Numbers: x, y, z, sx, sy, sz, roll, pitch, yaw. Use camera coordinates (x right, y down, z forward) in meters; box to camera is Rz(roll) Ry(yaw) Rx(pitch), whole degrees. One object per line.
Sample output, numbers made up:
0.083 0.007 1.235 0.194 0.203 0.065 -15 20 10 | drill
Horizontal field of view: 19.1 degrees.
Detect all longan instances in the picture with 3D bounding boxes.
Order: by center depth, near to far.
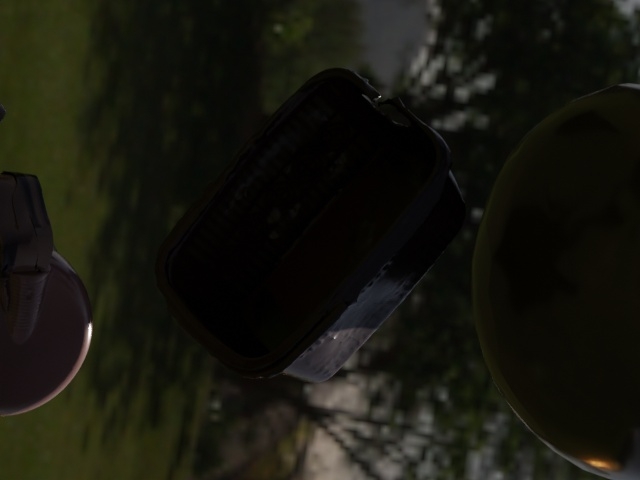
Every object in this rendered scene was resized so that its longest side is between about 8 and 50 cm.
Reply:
0.321 0.048 1.913 0.404 0.336 0.404 30 55 -56 | longan

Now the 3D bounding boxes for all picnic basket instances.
0.000 0.000 1.824 0.297 0.222 0.129 -49 143 1 | picnic basket

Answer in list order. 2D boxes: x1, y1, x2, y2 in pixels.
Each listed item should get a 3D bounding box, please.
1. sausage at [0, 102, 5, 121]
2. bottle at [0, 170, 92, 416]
-0.225 -0.098 1.062 0.026 0.116 0.026 -30 -141 28 | sausage
-0.298 0.016 1.535 0.297 0.173 0.206 34 -60 53 | bottle
